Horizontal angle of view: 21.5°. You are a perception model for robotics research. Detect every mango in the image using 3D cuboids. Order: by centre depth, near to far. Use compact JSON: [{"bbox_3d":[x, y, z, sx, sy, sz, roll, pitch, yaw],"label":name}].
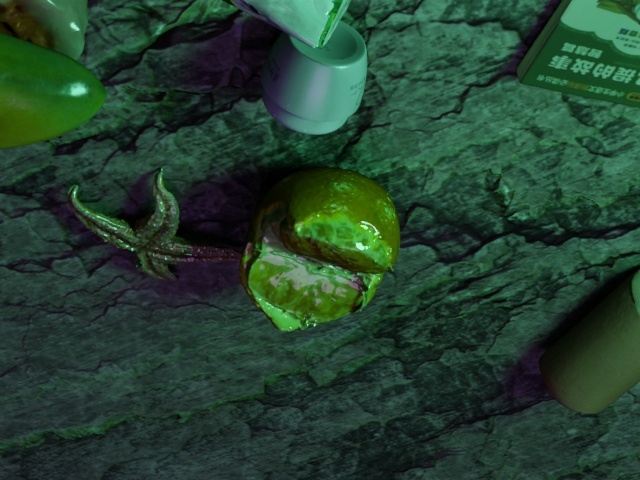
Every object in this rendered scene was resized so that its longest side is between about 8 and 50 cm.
[{"bbox_3d":[-0.326,-0.138,1.559,0.237,0.091,0.137,16,142,-27],"label":"mango"}]

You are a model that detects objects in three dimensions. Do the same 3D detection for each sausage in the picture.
[{"bbox_3d":[0.416,0.147,2.365,0.123,0.123,0.253,14,141,-23],"label":"sausage"}]

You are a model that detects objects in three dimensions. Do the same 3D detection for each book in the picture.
[{"bbox_3d":[0.367,-0.252,1.897,0.202,0.027,0.264,9,141,-19],"label":"book"}]

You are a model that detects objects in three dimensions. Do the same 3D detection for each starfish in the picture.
[{"bbox_3d":[-0.209,-0.010,2.152,0.138,0.050,0.247,-24,142,22],"label":"starfish"}]

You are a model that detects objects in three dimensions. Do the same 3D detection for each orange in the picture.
[{"bbox_3d":[0.000,-0.003,2.087,0.179,0.158,0.237,12,144,-11],"label":"orange"}]

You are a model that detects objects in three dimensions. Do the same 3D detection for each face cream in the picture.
[{"bbox_3d":[-0.006,-0.185,1.877,0.117,0.117,0.104,8,135,-15],"label":"face cream"}]

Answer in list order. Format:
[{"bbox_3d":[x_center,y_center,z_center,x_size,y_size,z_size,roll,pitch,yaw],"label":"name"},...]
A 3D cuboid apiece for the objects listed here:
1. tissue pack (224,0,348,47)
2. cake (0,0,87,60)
[{"bbox_3d":[-0.060,-0.288,1.647,0.209,0.156,0.148,28,136,-3],"label":"tissue pack"},{"bbox_3d":[-0.393,-0.266,1.635,0.309,0.230,0.237,-21,142,21],"label":"cake"}]
